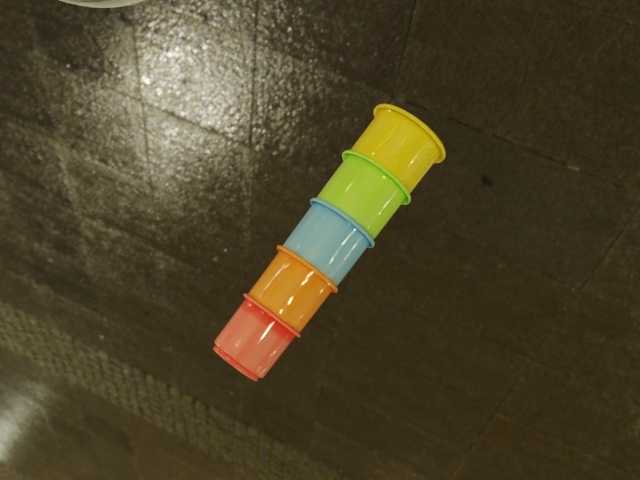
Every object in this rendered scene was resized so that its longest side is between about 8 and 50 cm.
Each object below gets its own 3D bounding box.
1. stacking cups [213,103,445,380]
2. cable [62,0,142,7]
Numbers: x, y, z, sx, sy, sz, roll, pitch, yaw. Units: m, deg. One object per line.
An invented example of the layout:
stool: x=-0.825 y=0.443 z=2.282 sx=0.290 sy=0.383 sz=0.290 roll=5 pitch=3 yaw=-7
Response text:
stacking cups: x=0.000 y=0.000 z=0.760 sx=0.096 sy=0.316 sz=0.096 roll=39 pitch=171 yaw=7
cable: x=-0.204 y=-0.331 z=0.623 sx=0.257 sy=0.089 sz=0.257 roll=29 pitch=132 yaw=-31
